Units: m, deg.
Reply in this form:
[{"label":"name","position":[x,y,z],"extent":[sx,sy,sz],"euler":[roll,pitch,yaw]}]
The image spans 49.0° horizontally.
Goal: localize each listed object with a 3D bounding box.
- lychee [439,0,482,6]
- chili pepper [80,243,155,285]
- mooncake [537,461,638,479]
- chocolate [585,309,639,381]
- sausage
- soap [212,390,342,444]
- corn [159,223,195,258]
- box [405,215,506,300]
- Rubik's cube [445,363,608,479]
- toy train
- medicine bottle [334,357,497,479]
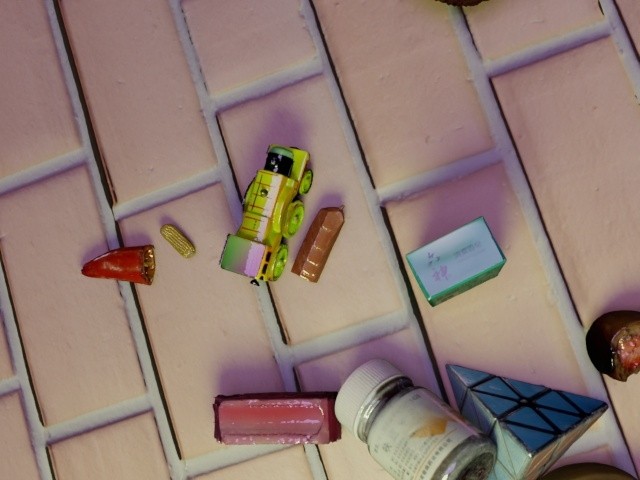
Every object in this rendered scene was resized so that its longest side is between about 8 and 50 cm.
[{"label":"lychee","position":[0.279,-0.591,1.363],"extent":[0.261,0.260,0.260],"euler":[-1,84,10]},{"label":"chili pepper","position":[-0.442,0.058,1.514],"extent":[0.169,0.065,0.088],"euler":[-5,79,15]},{"label":"mooncake","position":[0.483,0.508,1.261],"extent":[0.235,0.117,0.234],"euler":[0,81,0]},{"label":"chocolate","position":[0.568,0.188,1.283],"extent":[0.133,0.124,0.127],"euler":[-1,57,-10]},{"label":"sausage","position":[-0.001,0.000,1.434],"extent":[0.065,0.065,0.169],"euler":[24,88,12]},{"label":"soap","position":[-0.092,0.348,1.361],"extent":[0.250,0.162,0.099],"euler":[-4,83,11]},{"label":"corn","position":[-0.304,0.001,1.503],"extent":[0.037,0.037,0.092],"euler":[-46,77,3]},{"label":"box","position":[0.248,0.046,1.292],"extent":[0.153,0.245,0.092],"euler":[-26,77,5]},{"label":"Rubik's cube","position":[0.366,0.356,1.288],"extent":[0.233,0.229,0.228],"euler":[-23,33,42]},{"label":"toy train","position":[-0.101,-0.055,1.412],"extent":[0.100,0.160,0.296],"euler":[16,87,18]},{"label":"medicine bottle","position":[0.165,0.347,1.268],"extent":[0.273,0.165,0.165],"euler":[35,91,39]}]
